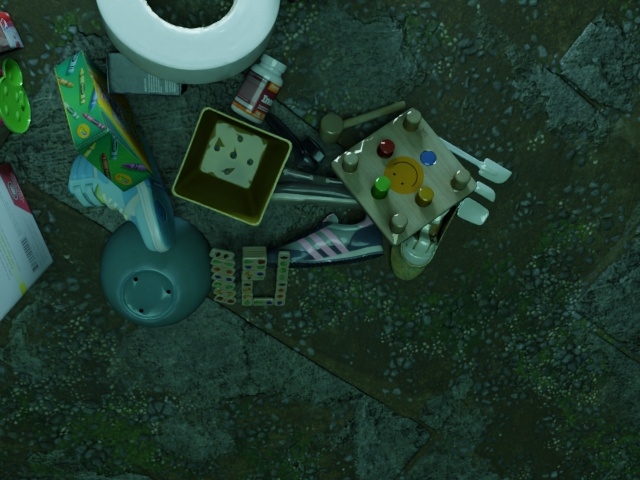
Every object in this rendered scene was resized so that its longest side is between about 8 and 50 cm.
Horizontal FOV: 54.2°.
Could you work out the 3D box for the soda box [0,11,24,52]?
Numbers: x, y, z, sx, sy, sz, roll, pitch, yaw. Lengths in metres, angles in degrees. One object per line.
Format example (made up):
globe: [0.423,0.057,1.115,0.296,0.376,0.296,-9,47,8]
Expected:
soda box: [-0.810,-0.425,1.384,0.263,0.092,0.084,-19,109,-1]

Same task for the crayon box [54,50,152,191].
crayon box: [-0.472,-0.259,1.357,0.081,0.278,0.165,-30,147,3]

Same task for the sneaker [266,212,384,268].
sneaker: [0.000,0.000,1.622,0.318,0.112,0.131,-6,81,-1]

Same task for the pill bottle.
pill bottle: [-0.143,-0.362,1.486,0.086,0.086,0.152,27,103,-14]

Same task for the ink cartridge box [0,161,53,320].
ink cartridge box: [-0.768,0.011,1.370,0.160,0.385,0.279,-16,108,-2]

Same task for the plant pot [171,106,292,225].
plant pot: [-0.208,-0.186,1.479,0.212,0.187,0.212,21,103,-12]

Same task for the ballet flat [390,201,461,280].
ballet flat: [0.276,-0.039,1.610,0.123,0.123,0.349,20,107,-12]

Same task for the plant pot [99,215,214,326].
plant pot: [-0.409,0.097,1.539,0.290,0.195,0.290,-2,107,-7]

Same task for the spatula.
spatula: [0.365,-0.159,1.644,0.242,0.019,0.168,26,103,-14]

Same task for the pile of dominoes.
pile of dominoes: [-0.179,0.107,1.580,0.195,0.040,0.251,0,141,-8]

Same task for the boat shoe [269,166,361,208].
boat shoe: [0.032,-0.134,1.564,0.335,0.112,0.096,3,84,-12]

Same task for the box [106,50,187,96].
box: [-0.388,-0.380,1.415,0.158,0.156,0.093,1,108,-7]

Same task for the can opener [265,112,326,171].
can opener: [-0.066,-0.241,1.524,0.073,0.059,0.186,-45,77,3]

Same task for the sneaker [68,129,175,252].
sneaker: [-0.477,-0.091,1.477,0.208,0.127,0.319,-23,75,6]

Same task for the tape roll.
tape roll: [-0.280,-0.526,1.335,0.391,0.072,0.392,2,77,-9]

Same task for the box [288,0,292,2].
box: [0.020,-0.630,1.355,0.243,0.213,0.117,-28,108,2]

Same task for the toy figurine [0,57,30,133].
toy figurine: [-0.771,-0.321,1.423,0.159,0.130,0.173,-5,86,5]

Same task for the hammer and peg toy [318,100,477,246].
hammer and peg toy: [0.168,-0.198,1.472,0.266,0.127,0.361,-34,78,-10]
